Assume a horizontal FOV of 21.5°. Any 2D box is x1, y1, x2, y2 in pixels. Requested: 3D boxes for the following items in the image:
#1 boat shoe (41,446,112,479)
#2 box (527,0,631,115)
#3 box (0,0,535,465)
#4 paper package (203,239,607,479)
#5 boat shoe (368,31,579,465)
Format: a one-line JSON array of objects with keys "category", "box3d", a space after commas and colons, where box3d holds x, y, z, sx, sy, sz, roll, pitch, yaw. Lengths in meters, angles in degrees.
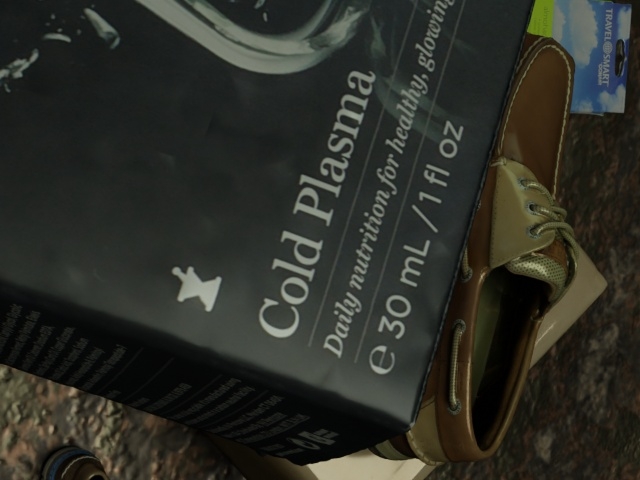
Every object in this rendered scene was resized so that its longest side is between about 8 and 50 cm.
[{"category": "boat shoe", "box3d": [-0.179, 0.259, 1.359, 0.066, 0.066, 0.183, -24, 108, -27]}, {"category": "box", "box3d": [0.203, -0.171, 1.551, 0.178, 0.042, 0.109, -1, 98, -32]}, {"category": "box", "box3d": [-0.128, -0.159, 1.079, 0.471, 0.297, 0.480, 19, 75, -9]}, {"category": "paper package", "box3d": [0.003, 0.018, 1.330, 0.309, 0.168, 0.325, -43, 97, -19]}, {"category": "boat shoe", "box3d": [0.129, 0.011, 1.206, 0.122, 0.120, 0.324, 28, 77, -46]}]
